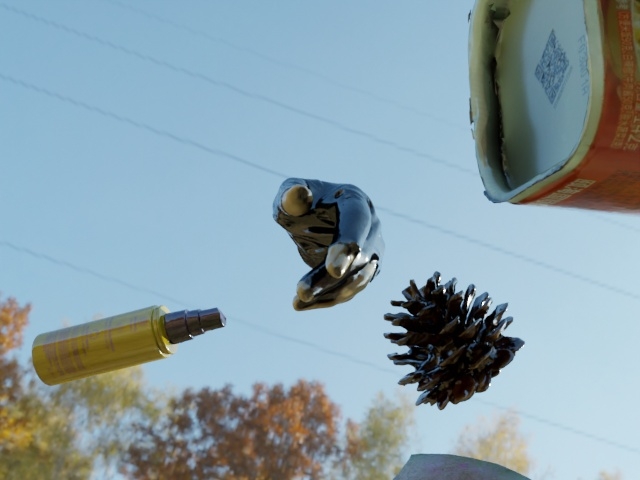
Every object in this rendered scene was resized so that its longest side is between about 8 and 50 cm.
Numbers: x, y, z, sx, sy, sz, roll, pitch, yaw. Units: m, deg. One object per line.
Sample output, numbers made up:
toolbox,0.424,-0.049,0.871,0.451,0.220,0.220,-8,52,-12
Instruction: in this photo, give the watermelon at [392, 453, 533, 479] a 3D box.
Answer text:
watermelon,0.208,0.455,1.194,0.319,0.292,0.222,6,-71,31

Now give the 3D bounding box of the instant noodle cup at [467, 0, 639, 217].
instant noodle cup,0.294,-0.133,0.727,0.308,0.293,0.293,1,-42,-13

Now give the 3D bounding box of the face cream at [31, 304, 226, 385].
face cream,-0.266,0.138,1.309,0.274,0.078,0.078,-15,-49,8

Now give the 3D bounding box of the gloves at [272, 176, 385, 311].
gloves,0.006,-0.005,1.236,0.152,0.301,0.197,-27,-71,15

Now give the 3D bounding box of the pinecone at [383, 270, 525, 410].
pinecone,0.183,0.141,1.353,0.208,0.207,0.207,8,-44,8
